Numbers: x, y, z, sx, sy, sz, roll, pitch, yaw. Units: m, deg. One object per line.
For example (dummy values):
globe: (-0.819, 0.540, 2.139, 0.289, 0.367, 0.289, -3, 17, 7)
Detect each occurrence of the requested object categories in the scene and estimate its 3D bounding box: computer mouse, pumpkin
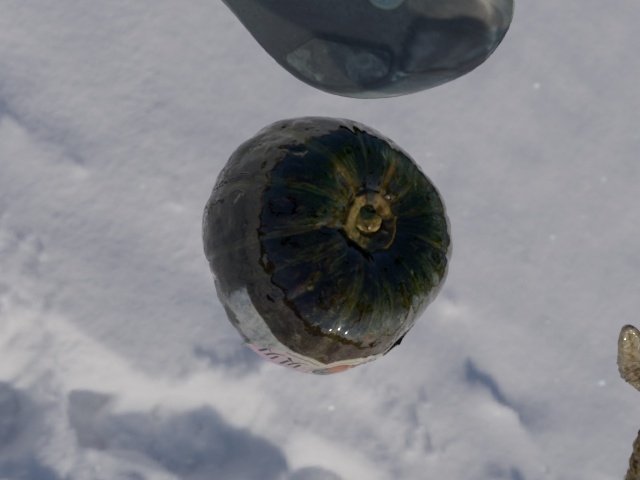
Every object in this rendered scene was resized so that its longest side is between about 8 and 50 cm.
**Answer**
computer mouse: (-0.044, -0.232, 0.816, 0.379, 0.167, 0.090, 38, 31, -6)
pumpkin: (-0.002, 0.001, 1.361, 0.260, 0.189, 0.260, 9, 76, -37)

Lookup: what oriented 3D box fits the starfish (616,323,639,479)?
starfish: (0.338, 0.130, 1.099, 0.375, 0.327, 0.094, 14, 42, -31)
